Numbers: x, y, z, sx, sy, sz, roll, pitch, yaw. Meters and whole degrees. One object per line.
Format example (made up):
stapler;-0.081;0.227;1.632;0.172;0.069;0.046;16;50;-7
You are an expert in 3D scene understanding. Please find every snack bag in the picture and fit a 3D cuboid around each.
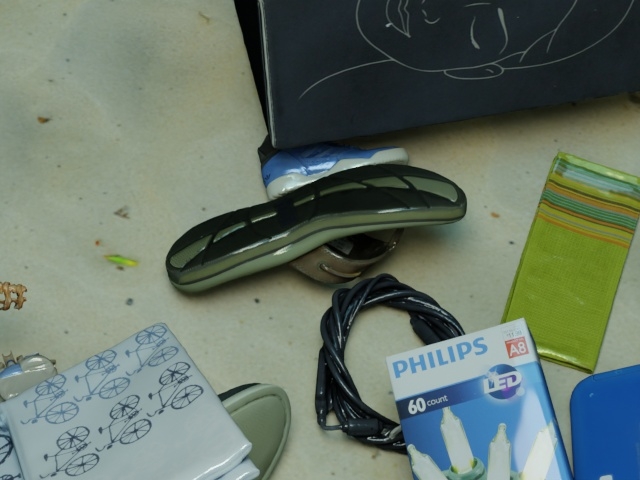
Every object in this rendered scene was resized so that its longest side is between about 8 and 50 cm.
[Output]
snack bag;-0.240;0.204;1.260;0.342;0.037;0.323;-29;23;-8

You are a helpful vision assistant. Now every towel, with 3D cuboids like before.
towel;0.254;0.017;1.518;0.102;0.021;0.237;16;59;11

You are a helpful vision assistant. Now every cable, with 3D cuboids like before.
cable;0.072;0.110;1.441;0.151;0.047;0.184;5;57;3

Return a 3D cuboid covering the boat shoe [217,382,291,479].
boat shoe;-0.168;0.234;1.320;0.113;0.127;0.340;20;57;40

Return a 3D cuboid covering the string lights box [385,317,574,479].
string lights box;0.153;0.213;1.317;0.133;0.077;0.259;-17;67;9

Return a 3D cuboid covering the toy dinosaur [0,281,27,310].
toy dinosaur;-0.436;0.081;1.352;0.322;0.218;0.164;10;57;6

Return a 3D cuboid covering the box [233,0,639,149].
box;0.144;-0.386;1.477;0.472;0.480;0.297;-8;41;-6

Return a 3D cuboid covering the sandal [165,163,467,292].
sandal;-0.001;0.000;1.493;0.303;0.086;0.120;-16;25;8

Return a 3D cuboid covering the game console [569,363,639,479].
game console;0.377;0.260;1.361;0.250;0.173;0.293;-16;52;26

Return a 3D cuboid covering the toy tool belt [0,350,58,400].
toy tool belt;-0.289;0.131;1.429;0.083;0.052;0.051;-16;15;-10

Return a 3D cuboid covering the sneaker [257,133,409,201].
sneaker;0.010;-0.094;1.564;0.152;0.058;0.084;-16;67;-3
